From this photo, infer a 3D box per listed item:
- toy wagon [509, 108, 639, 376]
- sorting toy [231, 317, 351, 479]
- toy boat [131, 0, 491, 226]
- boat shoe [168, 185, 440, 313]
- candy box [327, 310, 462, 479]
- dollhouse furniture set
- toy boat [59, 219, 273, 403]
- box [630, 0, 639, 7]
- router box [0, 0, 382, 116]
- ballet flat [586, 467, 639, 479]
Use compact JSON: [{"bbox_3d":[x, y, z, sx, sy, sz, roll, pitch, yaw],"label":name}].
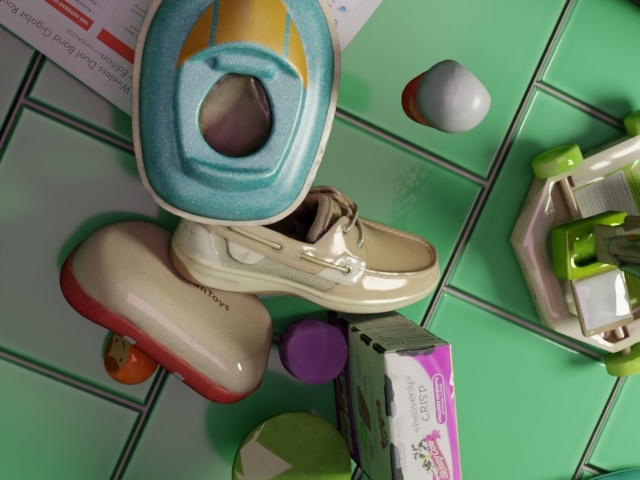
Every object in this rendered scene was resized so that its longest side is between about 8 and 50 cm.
[{"bbox_3d":[0.391,-0.016,1.436,0.344,0.068,0.267,-24,102,-10],"label":"toy wagon"},{"bbox_3d":[-0.050,0.259,1.349,0.127,0.126,0.366,10,90,-18],"label":"sorting toy"},{"bbox_3d":[-0.011,-0.142,1.157,0.318,0.148,0.267,3,95,-10],"label":"toy boat"},{"bbox_3d":[0.000,0.000,1.298,0.302,0.109,0.098,8,127,-25],"label":"boat shoe"},{"bbox_3d":[0.072,0.163,1.299,0.071,0.233,0.159,-7,99,-12],"label":"candy box"},{"bbox_3d":[0.383,0.045,1.249,0.197,0.301,0.151,-16,98,-14],"label":"dollhouse furniture set"},{"bbox_3d":[-0.170,0.090,1.300,0.231,0.151,0.151,38,117,-14],"label":"toy boat"},{"bbox_3d":[0.538,-0.322,1.347,0.296,0.183,0.294,23,93,-26],"label":"box"},{"bbox_3d":[-0.128,-0.268,1.240,0.335,0.082,0.301,36,103,-15],"label":"router box"},{"bbox_3d":[0.474,0.333,1.478,0.400,0.139,0.139,-6,98,-13],"label":"ballet flat"}]
